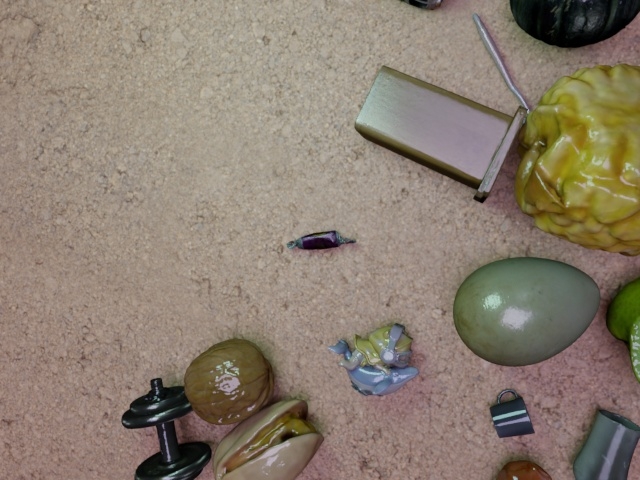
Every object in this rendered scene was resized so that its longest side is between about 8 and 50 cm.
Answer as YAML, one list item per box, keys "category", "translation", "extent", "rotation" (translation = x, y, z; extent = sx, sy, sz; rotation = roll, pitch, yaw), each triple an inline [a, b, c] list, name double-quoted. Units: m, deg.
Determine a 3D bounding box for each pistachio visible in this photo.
- category: "pistachio"
  translation: [-0.131, 0.514, 1.190]
  extent: [0.299, 0.187, 0.188]
  rotation: [-36, 86, 6]

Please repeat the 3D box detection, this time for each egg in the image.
- category: "egg"
  translation: [0.422, 0.140, 1.020]
  extent: [0.295, 0.218, 0.219]
  rotation: [-14, 90, 0]

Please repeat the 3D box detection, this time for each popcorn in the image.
- category: "popcorn"
  translation: [0.523, -0.127, 0.921]
  extent: [0.348, 0.382, 0.349]
  rotation: [-2, 62, 5]

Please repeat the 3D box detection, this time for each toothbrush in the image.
- category: "toothbrush"
  translation: [0.404, -0.360, 1.088]
  extent: [0.029, 0.025, 0.307]
  rotation: [-28, 88, 20]

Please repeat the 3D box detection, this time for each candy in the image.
- category: "candy"
  translation: [0.000, 0.000, 1.184]
  extent: [0.174, 0.045, 0.044]
  rotation: [-6, 103, 13]

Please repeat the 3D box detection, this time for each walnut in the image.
- category: "walnut"
  translation: [-0.219, 0.333, 1.176]
  extent: [0.213, 0.213, 0.214]
  rotation: [1, 94, 12]

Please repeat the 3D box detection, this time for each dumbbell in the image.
- category: "dumbbell"
  translation: [-0.376, 0.482, 1.220]
  extent: [0.191, 0.192, 0.290]
  rotation: [-12, 90, 12]

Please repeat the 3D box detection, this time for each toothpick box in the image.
- category: "toothpick box"
  translation: [0.247, -0.231, 1.056]
  extent: [0.308, 0.187, 0.190]
  rotation: [27, 99, 13]

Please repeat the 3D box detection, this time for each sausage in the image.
- category: "sausage"
  translation: [0.427, 0.609, 1.093]
  extent: [0.133, 0.133, 0.259]
  rotation: [22, 94, 10]

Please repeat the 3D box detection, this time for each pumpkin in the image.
- category: "pumpkin"
  translation: [0.503, -0.487, 0.980]
  extent: [0.249, 0.216, 0.250]
  rotation: [-3, 61, 5]

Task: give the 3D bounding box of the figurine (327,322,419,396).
- category: "figurine"
  translation: [0.124, 0.267, 1.137]
  extent: [0.208, 0.128, 0.184]
  rotation: [21, 95, 14]

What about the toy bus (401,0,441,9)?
- category: "toy bus"
  translation: [0.243, -0.663, 1.044]
  extent: [0.179, 0.143, 0.306]
  rotation: [29, 98, 6]

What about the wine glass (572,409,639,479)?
- category: "wine glass"
  translation: [0.601, 0.487, 1.060]
  extent: [0.103, 0.103, 0.231]
  rotation: [21, 94, 10]

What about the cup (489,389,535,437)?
- category: "cup"
  translation: [0.424, 0.387, 1.111]
  extent: [0.077, 0.078, 0.100]
  rotation: [-19, 55, 17]

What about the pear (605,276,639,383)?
- category: "pear"
  translation: [0.731, 0.180, 0.959]
  extent: [0.317, 0.238, 0.343]
  rotation: [7, 100, 23]
